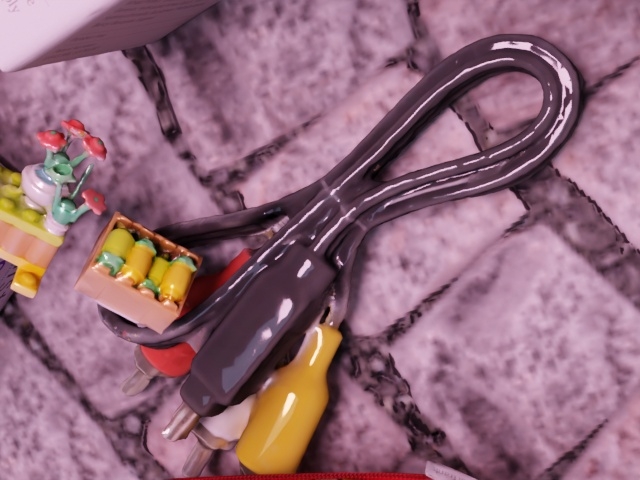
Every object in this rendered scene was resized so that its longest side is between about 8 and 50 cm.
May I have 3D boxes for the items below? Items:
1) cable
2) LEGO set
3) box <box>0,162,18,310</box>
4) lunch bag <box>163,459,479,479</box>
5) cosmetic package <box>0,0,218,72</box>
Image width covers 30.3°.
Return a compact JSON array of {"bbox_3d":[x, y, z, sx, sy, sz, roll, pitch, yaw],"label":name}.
[{"bbox_3d":[0.000,0.000,0.588,0.139,0.072,0.287,45,98,20],"label":"cable"},{"bbox_3d":[-0.164,-0.078,0.531,0.287,0.132,0.107,43,117,15],"label":"LEGO set"},{"bbox_3d":[-0.296,-0.031,0.554,0.262,0.231,0.126,40,109,3],"label":"box"},{"bbox_3d":[0.010,0.250,0.521,0.258,0.120,0.293,-6,98,16],"label":"lunch bag"},{"bbox_3d":[-0.068,-0.185,0.497,0.184,0.151,0.151,-27,95,20],"label":"cosmetic package"}]
